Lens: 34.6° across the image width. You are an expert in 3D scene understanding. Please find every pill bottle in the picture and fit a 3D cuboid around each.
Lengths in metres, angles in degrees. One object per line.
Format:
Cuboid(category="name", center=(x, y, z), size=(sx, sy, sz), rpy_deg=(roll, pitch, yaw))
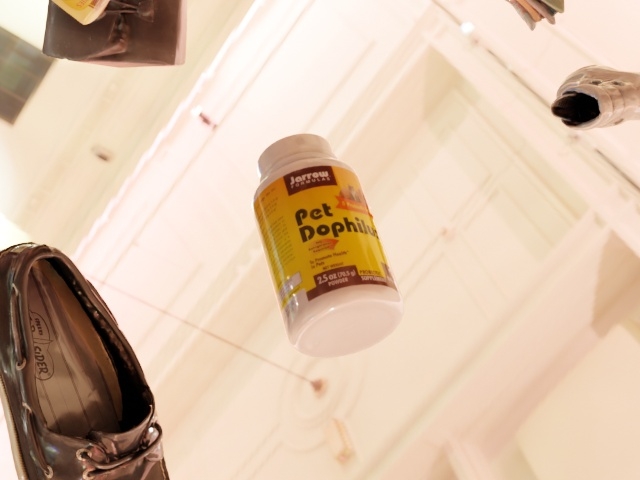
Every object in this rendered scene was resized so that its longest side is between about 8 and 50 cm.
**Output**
Cuboid(category="pill bottle", center=(0.000, 0.000, 1.025), size=(0.117, 0.117, 0.215), rpy_deg=(-40, -128, 31))

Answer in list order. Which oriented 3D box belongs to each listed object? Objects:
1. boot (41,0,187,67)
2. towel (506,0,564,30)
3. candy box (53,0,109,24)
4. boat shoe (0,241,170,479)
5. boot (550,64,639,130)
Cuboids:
Cuboid(category="boot", center=(-0.351, -0.474, 1.437), size=(0.146, 0.367, 0.445), rpy_deg=(-42, 139, -63))
Cuboid(category="towel", center=(0.082, -0.380, 0.941), size=(0.040, 0.370, 0.271), rpy_deg=(-36, -146, 48))
Cuboid(category="candy box", center=(-0.242, -0.289, 0.882), size=(0.109, 0.187, 0.053), rpy_deg=(-48, -170, 25))
Cuboid(category="boat shoe", center=(-0.199, 0.155, 0.907), size=(0.113, 0.127, 0.340), rpy_deg=(-22, -93, 48))
Cuboid(category="boot", center=(0.399, -0.216, 1.562), size=(0.258, 0.123, 0.095), rpy_deg=(-164, -115, -71))
